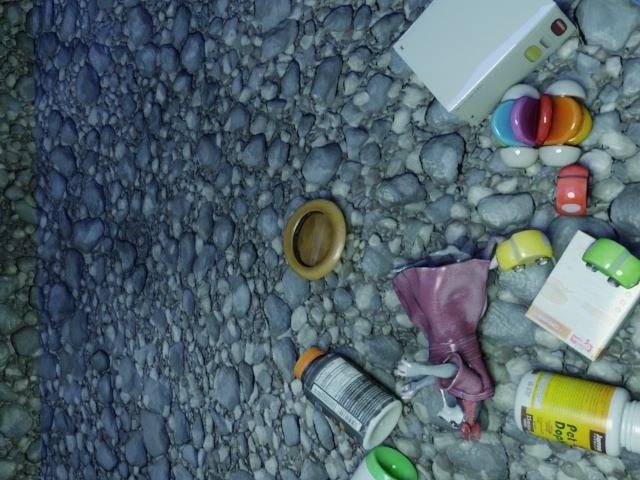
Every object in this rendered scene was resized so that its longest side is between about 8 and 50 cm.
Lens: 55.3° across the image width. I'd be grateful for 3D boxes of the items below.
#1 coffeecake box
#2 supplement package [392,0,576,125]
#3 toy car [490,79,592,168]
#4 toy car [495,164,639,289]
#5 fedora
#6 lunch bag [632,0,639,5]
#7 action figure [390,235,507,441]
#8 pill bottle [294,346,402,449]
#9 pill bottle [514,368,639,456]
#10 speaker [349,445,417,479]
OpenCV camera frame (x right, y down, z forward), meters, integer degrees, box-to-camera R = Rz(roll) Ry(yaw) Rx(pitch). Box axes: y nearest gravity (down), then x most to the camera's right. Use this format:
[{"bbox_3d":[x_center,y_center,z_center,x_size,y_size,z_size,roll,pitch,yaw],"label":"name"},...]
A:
[{"bbox_3d":[0.483,0.097,1.093,0.142,0.068,0.186,37,109,32],"label":"coffeecake box"},{"bbox_3d":[0.317,-0.397,1.199,0.262,0.145,0.204,-46,62,26],"label":"supplement package"},{"bbox_3d":[0.399,-0.218,1.131,0.182,0.136,0.159,4,90,37],"label":"toy car"},{"bbox_3d":[0.446,-0.003,1.045,0.225,0.053,0.239,40,91,33],"label":"toy car"},{"bbox_3d":[0.000,0.000,1.455,0.194,0.079,0.195,-8,77,35],"label":"fedora"},{"bbox_3d":[0.509,-0.632,1.023,0.328,0.238,0.386,-50,45,24],"label":"lunch bag"},{"bbox_3d":[0.270,0.206,1.213,0.275,0.248,0.370,-17,81,0],"label":"action figure"},{"bbox_3d":[0.052,0.339,1.365,0.245,0.130,0.131,33,107,34],"label":"pill bottle"},{"bbox_3d":[0.460,0.303,1.068,0.214,0.117,0.117,6,91,37],"label":"pill bottle"},{"bbox_3d":[0.091,0.595,1.324,0.131,0.131,0.297,39,110,32],"label":"speaker"}]
